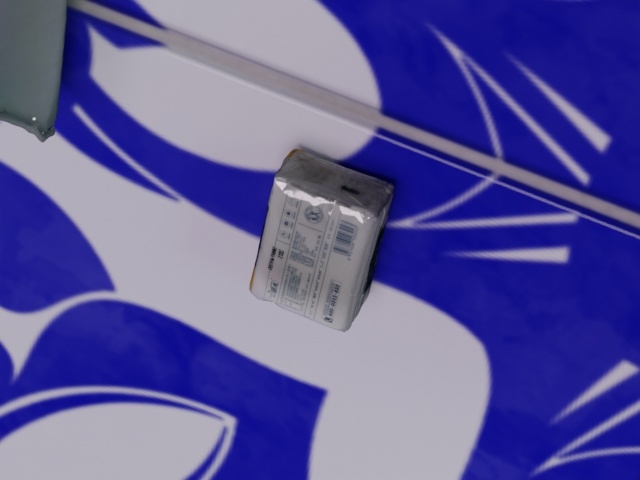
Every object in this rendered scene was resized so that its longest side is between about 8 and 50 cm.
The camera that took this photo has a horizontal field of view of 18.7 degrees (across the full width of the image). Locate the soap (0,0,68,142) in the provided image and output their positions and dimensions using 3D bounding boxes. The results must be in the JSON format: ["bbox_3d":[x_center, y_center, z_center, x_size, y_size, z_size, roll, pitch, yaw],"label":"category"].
[{"bbox_3d":[-0.252,-0.187,0.931,0.258,0.159,0.302,17,126,9],"label":"soap"}]

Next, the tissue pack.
[{"bbox_3d":[0.000,0.000,1.024,0.062,0.042,0.083,20,129,9],"label":"tissue pack"}]
